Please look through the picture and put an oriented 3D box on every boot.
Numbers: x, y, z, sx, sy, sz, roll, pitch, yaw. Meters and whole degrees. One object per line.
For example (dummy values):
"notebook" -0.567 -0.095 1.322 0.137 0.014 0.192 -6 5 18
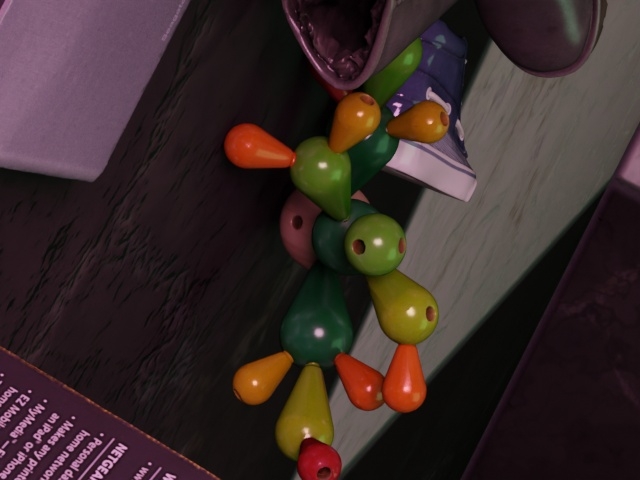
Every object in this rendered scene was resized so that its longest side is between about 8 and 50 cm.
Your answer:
"boot" 0.064 -0.076 1.034 0.190 0.069 0.086 15 96 -78
"boot" 0.060 -0.121 0.807 0.208 0.076 0.190 -57 133 -52

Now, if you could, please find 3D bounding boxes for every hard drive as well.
"hard drive" -0.081 -0.067 0.566 0.094 0.022 0.135 -62 168 5

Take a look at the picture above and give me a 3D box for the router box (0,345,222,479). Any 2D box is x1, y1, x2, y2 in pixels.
"router box" -0.092 0.146 0.484 0.081 0.243 0.309 -52 166 -35

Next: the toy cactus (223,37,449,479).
"toy cactus" 0.000 0.000 0.891 0.180 0.112 0.219 -144 -125 -79
